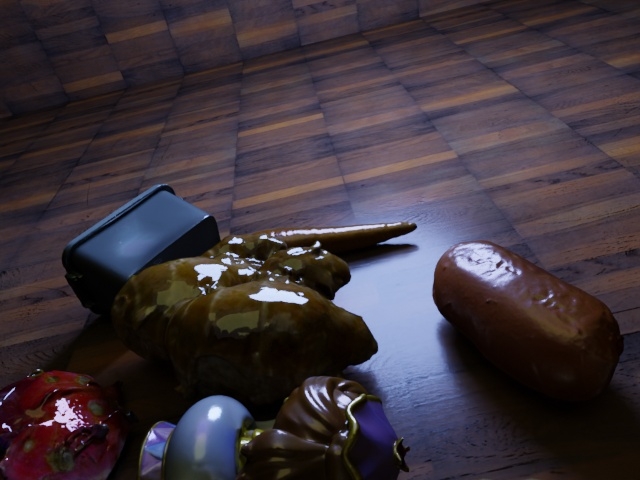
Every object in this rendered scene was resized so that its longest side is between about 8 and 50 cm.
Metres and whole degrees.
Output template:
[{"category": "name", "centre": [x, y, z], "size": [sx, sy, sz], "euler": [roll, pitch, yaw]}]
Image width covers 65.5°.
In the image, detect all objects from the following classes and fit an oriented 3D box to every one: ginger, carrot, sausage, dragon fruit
[{"category": "ginger", "centre": [-0.099, 0.100, 0.688], "size": [0.357, 0.153, 0.274], "euler": [16, 33, 36]}, {"category": "carrot", "centre": [0.000, 0.000, 0.865], "size": [0.335, 0.069, 0.069], "euler": [-9, 35, 1]}, {"category": "sausage", "centre": [0.234, 0.087, 0.606], "size": [0.133, 0.133, 0.258], "euler": [-26, 38, -17]}, {"category": "dragon fruit", "centre": [-0.331, 0.250, 0.572], "size": [0.161, 0.126, 0.274], "euler": [14, 44, 35]}]

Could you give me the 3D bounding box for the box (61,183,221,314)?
[{"category": "box", "centre": [-0.282, 0.030, 0.844], "size": [0.135, 0.163, 0.243], "euler": [21, 46, 27]}]

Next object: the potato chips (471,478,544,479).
[{"category": "potato chips", "centre": [0.163, 0.300, 0.389], "size": [0.195, 0.062, 0.208], "euler": [-33, 40, -17]}]

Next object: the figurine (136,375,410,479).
[{"category": "figurine", "centre": [-0.041, 0.219, 0.499], "size": [0.263, 0.142, 0.189], "euler": [-10, 1, 10]}]
